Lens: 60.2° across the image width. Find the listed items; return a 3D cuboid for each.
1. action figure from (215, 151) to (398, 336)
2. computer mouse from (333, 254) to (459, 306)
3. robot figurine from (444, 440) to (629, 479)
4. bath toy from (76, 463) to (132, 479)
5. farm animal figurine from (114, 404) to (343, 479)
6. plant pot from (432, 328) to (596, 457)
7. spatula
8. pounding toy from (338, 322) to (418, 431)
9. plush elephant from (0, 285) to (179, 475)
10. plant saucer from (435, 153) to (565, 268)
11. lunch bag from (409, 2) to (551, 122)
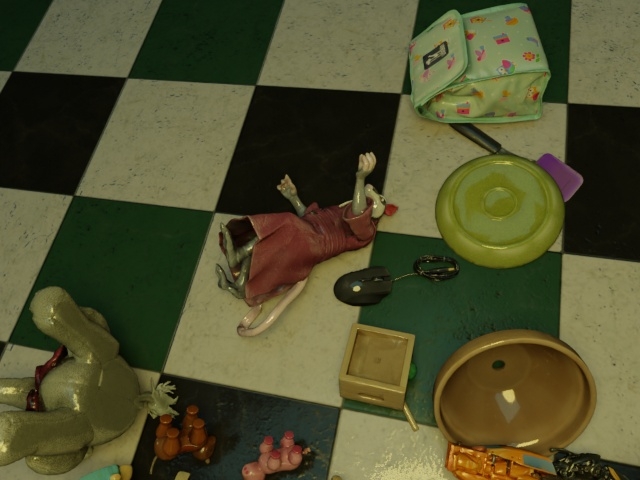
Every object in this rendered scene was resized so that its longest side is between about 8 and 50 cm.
[{"bbox_3d":[0.000,0.000,1.019,0.370,0.248,0.275,-17,95,-25],"label":"action figure"},{"bbox_3d":[0.142,0.069,1.041,0.242,0.041,0.071,-15,62,2],"label":"computer mouse"},{"bbox_3d":[0.320,0.403,0.798,0.291,0.085,0.211,11,80,8],"label":"robot figurine"},{"bbox_3d":[-0.310,0.537,0.847,0.129,0.151,0.348,-43,59,37],"label":"bath toy"},{"bbox_3d":[-0.157,0.431,0.837,0.330,0.172,0.327,22,29,19],"label":"farm animal figurine"},{"bbox_3d":[0.293,0.226,0.871,0.238,0.237,0.109,-6,23,7],"label":"plant pot"},{"bbox_3d":[0.383,-0.176,1.124,0.296,0.030,0.084,37,80,24],"label":"spatula"},{"bbox_3d":[0.110,0.234,0.946,0.141,0.100,0.130,10,52,12],"label":"pounding toy"},{"bbox_3d":[-0.446,0.263,0.947,0.256,0.330,0.271,-15,58,29],"label":"plush elephant"},{"bbox_3d":[0.341,-0.066,1.057,0.241,0.037,0.240,-5,69,13],"label":"plant saucer"},{"bbox_3d":[0.316,-0.362,1.154,0.262,0.160,0.223,-4,57,8],"label":"lunch bag"}]
